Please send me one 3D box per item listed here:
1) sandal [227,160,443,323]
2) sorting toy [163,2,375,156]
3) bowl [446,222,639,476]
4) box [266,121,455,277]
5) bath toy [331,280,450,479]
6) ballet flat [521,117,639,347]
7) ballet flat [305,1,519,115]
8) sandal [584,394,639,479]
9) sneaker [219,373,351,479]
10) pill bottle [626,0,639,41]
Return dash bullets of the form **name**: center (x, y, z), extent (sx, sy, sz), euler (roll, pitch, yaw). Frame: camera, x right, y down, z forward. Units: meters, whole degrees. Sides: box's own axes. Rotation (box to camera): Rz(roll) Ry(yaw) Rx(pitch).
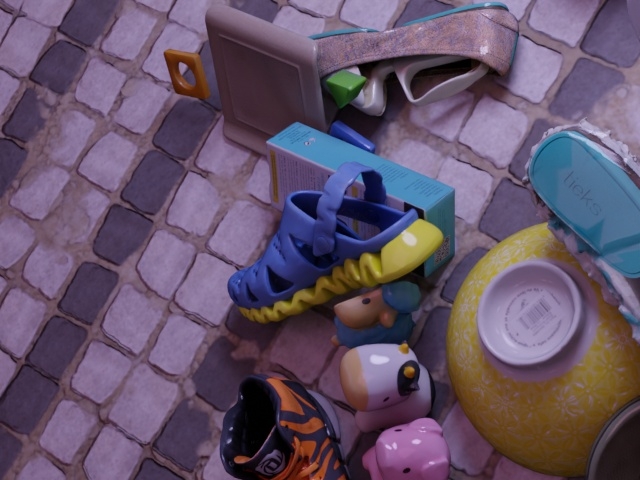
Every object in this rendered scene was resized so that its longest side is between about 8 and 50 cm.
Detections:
- **sandal**: center (0.000, 0.000, 1.891), extent (0.317, 0.126, 0.138), euler (-25, 98, 43)
- **sorting toy**: center (-0.058, -0.192, 2.038), extent (0.348, 0.196, 0.047), euler (26, 47, 33)
- **bowl**: center (0.250, 0.098, 1.754), extent (0.289, 0.156, 0.289), euler (-10, 68, 25)
- **box**: center (0.046, -0.052, 1.944), extent (0.244, 0.100, 0.060), euler (25, 45, 32)
- **bath toy**: center (0.102, 0.225, 1.790), extent (0.129, 0.151, 0.348), euler (-29, 62, 30)
- **ballet flat**: center (0.361, 0.040, 1.636), extent (0.147, 0.147, 0.409), euler (-38, 64, 12)
- **ballet flat**: center (0.088, -0.211, 1.988), extent (0.316, 0.107, 0.106), euler (-9, 75, 27)
- **sandal**: center (0.402, 0.195, 1.647), extent (0.303, 0.120, 0.086), euler (-30, 19, 15)
- **sneaker**: center (-0.026, 0.290, 1.818), extent (0.125, 0.180, 0.321), euler (-35, 59, 14)
- **pill bottle**: center (0.498, -0.310, 1.631), extent (0.224, 0.224, 0.392), euler (31, 56, 33)
